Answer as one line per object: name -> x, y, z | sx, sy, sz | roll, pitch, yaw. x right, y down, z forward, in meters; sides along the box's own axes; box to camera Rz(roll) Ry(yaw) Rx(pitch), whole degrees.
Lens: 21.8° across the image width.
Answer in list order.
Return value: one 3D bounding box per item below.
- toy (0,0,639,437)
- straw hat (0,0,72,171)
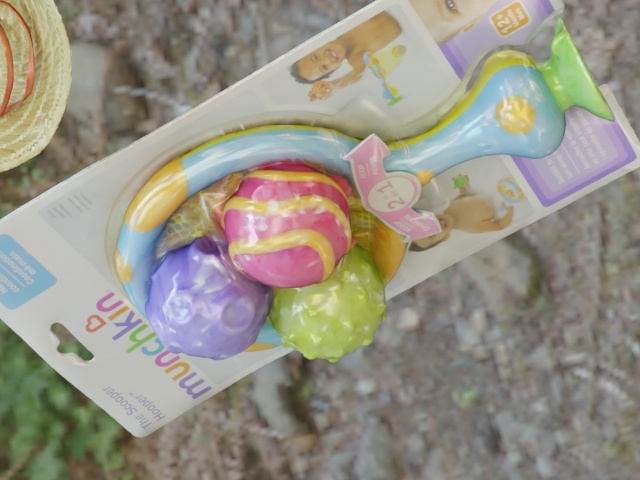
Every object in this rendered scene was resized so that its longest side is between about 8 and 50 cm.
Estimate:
toy -> 0.000, 0.000, 0.606 | 0.137, 0.237, 0.056 | 51, -169, -43
straw hat -> -0.135, -0.092, 0.553 | 0.144, 0.061, 0.144 | 14, 131, 16
